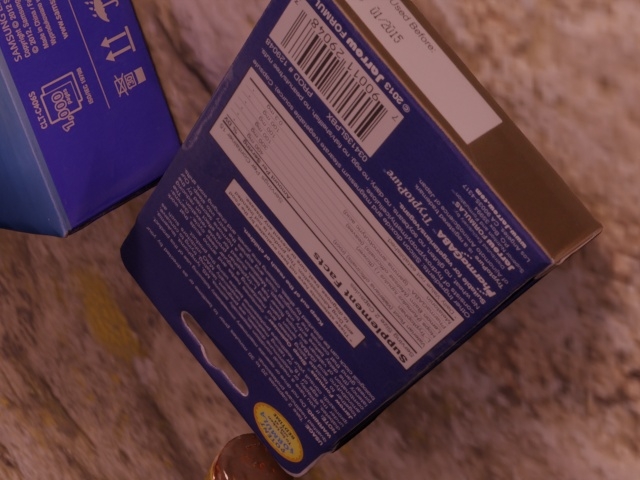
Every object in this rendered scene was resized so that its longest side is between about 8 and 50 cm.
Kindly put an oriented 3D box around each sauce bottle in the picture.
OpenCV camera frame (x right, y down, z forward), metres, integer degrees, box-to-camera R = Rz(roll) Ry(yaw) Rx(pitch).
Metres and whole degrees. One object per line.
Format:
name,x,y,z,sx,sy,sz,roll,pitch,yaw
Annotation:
sauce bottle,-0.049,0.142,0.742,0.042,0.042,0.128,47,144,12

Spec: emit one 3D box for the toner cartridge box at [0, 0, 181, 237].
toner cartridge box,-0.186,-0.175,0.618,0.165,0.075,0.348,5,121,46

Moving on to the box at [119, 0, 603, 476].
box,0.000,0.000,0.576,0.136,0.036,0.225,51,143,7
